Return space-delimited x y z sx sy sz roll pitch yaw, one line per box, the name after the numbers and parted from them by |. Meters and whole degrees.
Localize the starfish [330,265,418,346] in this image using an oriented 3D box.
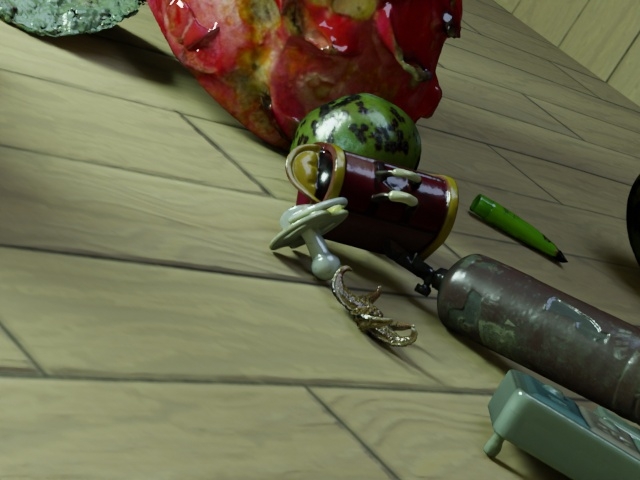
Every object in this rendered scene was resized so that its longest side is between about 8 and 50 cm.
0.041 0.053 1.343 0.078 0.028 0.091 36 12 -8 | starfish

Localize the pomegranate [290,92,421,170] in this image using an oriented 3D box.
0.037 -0.059 1.544 0.122 0.122 0.161 8 56 -55 | pomegranate

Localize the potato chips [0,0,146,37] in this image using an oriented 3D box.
-0.250 -0.240 1.631 0.167 0.059 0.228 24 15 4 | potato chips

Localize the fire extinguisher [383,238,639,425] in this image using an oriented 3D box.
0.174 0.067 1.410 0.267 0.072 0.089 27 -4 27 | fire extinguisher

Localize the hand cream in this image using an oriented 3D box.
0.218 -0.011 1.879 0.122 0.023 0.036 32 12 -15 | hand cream

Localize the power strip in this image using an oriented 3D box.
0.223 0.171 1.295 0.215 0.061 0.145 32 9 -2 | power strip

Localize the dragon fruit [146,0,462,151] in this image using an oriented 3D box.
0.006 -0.271 1.723 0.371 0.249 0.386 56 31 3 | dragon fruit

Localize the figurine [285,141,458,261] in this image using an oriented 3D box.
0.042 -0.039 1.439 0.154 0.082 0.098 15 -13 -21 | figurine

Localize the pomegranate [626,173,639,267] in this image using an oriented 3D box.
0.496 0.000 2.041 0.306 0.242 0.242 45 3 -44 | pomegranate

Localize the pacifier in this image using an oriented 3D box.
0.000 0.000 1.381 0.064 0.068 0.083 63 23 10 | pacifier
